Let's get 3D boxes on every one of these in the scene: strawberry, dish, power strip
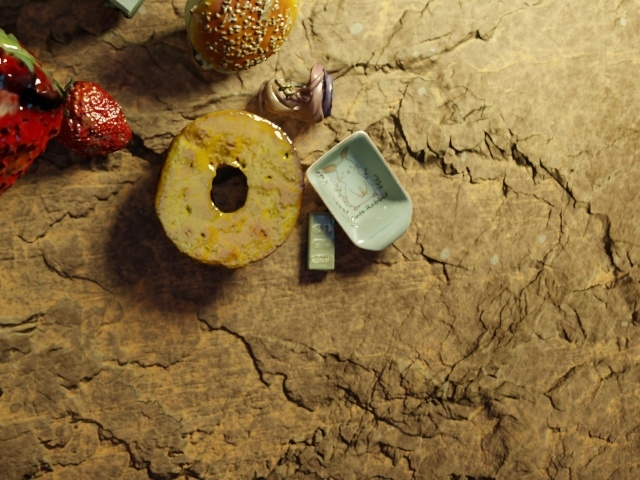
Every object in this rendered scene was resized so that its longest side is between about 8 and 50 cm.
[{"bbox_3d":[-0.601,-0.216,1.563,0.310,0.292,0.292,-42,103,2],"label":"strawberry"},{"bbox_3d":[0.082,-0.090,1.870,0.154,0.064,0.234,-37,102,-9],"label":"dish"},{"bbox_3d":[0.000,0.000,1.873,0.056,0.032,0.123,1,94,-16],"label":"power strip"},{"bbox_3d":[-0.427,-0.217,1.697,0.148,0.131,0.131,40,84,-6],"label":"strawberry"}]

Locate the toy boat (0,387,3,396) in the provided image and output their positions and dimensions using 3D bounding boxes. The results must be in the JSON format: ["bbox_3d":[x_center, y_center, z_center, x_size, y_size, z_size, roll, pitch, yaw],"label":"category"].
[{"bbox_3d":[-0.650,0.256,1.708,0.061,0.060,0.137,-39,108,-31],"label":"toy boat"}]

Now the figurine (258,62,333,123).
[{"bbox_3d":[-0.041,-0.280,1.798,0.157,0.126,0.114,-13,55,-15],"label":"figurine"}]

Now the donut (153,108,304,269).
[{"bbox_3d":[-0.179,-0.100,1.780,0.302,0.110,0.303,-1,96,-12],"label":"donut"}]

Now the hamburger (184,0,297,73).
[{"bbox_3d":[-0.148,-0.414,1.706,0.236,0.237,0.147,-21,70,-12],"label":"hamburger"}]

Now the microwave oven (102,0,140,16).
[{"bbox_3d":[-0.403,-0.523,1.644,0.240,0.194,0.145,37,90,-15],"label":"microwave oven"}]
